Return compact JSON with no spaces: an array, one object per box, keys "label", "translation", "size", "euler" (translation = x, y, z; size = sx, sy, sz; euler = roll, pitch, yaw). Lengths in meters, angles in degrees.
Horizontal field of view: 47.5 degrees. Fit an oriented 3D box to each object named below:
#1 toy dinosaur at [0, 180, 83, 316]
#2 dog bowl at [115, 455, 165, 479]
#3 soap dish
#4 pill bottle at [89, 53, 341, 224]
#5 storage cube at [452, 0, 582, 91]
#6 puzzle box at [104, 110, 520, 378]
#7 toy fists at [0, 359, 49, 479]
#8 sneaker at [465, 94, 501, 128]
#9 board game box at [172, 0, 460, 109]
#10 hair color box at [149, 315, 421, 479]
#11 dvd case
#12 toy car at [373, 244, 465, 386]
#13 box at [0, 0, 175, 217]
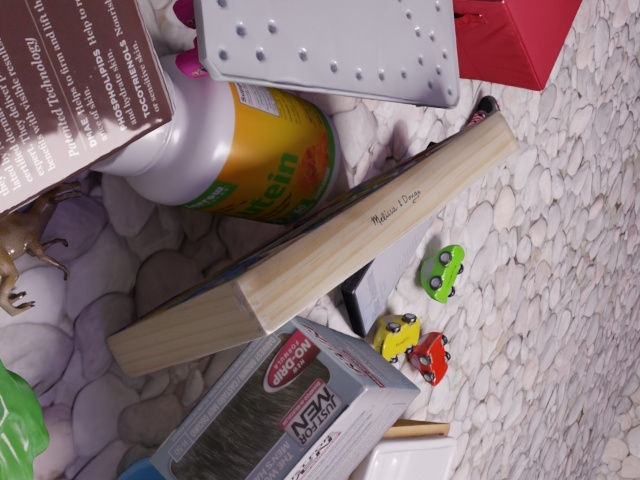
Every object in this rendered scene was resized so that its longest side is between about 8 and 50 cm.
[{"label":"toy dinosaur","translation":[-0.271,0.015,0.604],"size":[0.183,0.053,0.092],"euler":[-42,119,-43]},{"label":"dog bowl","translation":[-0.197,0.356,0.740],"size":[0.074,0.166,0.297],"euler":[39,73,-38]},{"label":"soap dish","translation":[0.082,0.385,1.126],"size":[0.291,0.118,0.228],"euler":[17,91,-53]},{"label":"pill bottle","translation":[-0.103,-0.094,0.684],"size":[0.246,0.136,0.136],"euler":[9,97,-52]},{"label":"storage cube","translation":[0.217,-0.331,0.952],"size":[0.193,0.184,0.214],"euler":[38,74,-53]},{"label":"puzzle box","translation":[0.000,0.000,0.761],"size":[0.409,0.272,0.052],"euler":[-33,95,-40]},{"label":"toy fists","translation":[-0.342,0.192,0.541],"size":[0.279,0.096,0.142],"euler":[-32,117,-38]},{"label":"sneaker","translation":[0.256,-0.180,1.181],"size":[0.057,0.047,0.119],"euler":[9,96,-41]},{"label":"board game box","translation":[0.003,-0.329,0.702],"size":[0.390,0.050,0.389],"euler":[-7,92,-51]},{"label":"hair color box","translation":[-0.010,0.198,0.808],"size":[0.185,0.114,0.374],"euler":[-50,161,1]},{"label":"dvd case","translation":[0.108,0.004,1.038],"size":[0.253,0.022,0.180],"euler":[-57,160,-18]},{"label":"toy car","translation":[0.170,0.108,1.178],"size":[0.239,0.053,0.224],"euler":[32,78,-53]},{"label":"box","translation":[-0.241,-0.122,0.474],"size":[0.203,0.169,0.167],"euler":[-40,132,-34]}]
